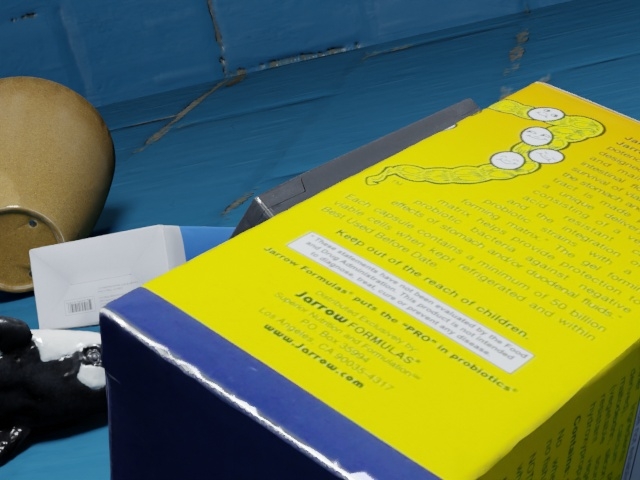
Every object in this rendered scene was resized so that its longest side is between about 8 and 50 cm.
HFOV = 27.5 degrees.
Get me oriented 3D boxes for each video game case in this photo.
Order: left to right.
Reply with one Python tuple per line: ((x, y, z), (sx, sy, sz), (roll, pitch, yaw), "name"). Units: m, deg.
((0.000, 0.000, 1.152), (0.275, 0.035, 0.248), (-27, -19, -41), "video game case")

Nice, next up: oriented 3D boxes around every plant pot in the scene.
((-0.377, -0.050, 1.643), (0.237, 0.237, 0.254), (-15, 29, 0), "plant pot")

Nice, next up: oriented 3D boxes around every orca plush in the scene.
((-0.297, 0.140, 1.098), (0.287, 0.151, 0.102), (4, 52, -17), "orca plush")

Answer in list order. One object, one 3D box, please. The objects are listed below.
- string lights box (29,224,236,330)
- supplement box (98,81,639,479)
((-0.145, 0.034, 1.228), (0.133, 0.077, 0.259), (-10, -3, 18), "string lights box")
((0.080, 0.080, 0.702), (0.195, 0.194, 0.356), (29, 40, 33), "supplement box")
